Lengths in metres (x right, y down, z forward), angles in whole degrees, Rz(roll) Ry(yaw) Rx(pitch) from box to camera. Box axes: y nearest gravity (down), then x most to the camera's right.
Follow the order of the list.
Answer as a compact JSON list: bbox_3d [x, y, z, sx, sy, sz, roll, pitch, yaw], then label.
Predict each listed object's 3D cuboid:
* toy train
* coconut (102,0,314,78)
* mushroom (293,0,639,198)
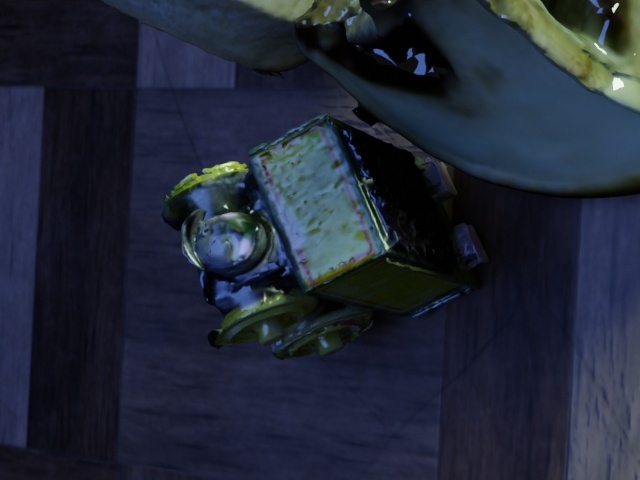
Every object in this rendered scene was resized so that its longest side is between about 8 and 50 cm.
[{"bbox_3d":[0.000,0.000,1.383,0.177,0.261,0.134,-28,74,18],"label":"toy train"},{"bbox_3d":[-0.052,-0.295,1.397,0.323,0.323,0.323,-1,89,35],"label":"coconut"},{"bbox_3d":[0.126,-0.164,1.307,0.217,0.292,0.212,-7,68,54],"label":"mushroom"}]
